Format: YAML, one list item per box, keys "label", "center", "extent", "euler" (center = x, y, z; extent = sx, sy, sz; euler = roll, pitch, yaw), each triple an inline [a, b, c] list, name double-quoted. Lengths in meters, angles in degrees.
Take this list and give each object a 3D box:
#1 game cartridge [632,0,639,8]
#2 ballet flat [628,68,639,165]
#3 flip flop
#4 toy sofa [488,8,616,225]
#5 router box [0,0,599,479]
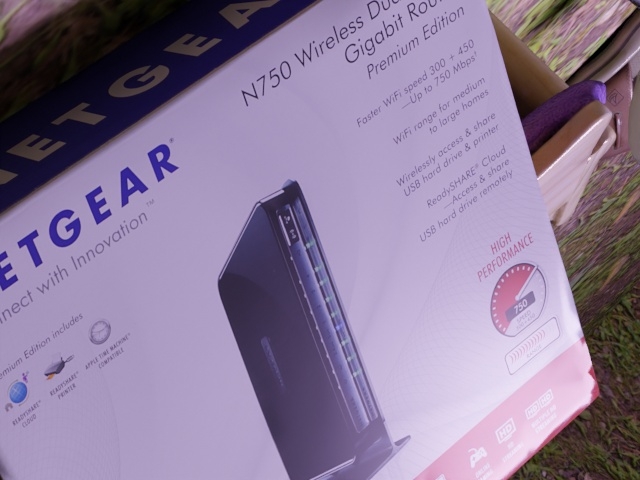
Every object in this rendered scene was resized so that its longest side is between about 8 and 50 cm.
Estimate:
- label: "game cartridge"
  center: [0.293, -0.271, 1.429]
  extent: [0.230, 0.068, 0.355]
  euler: [-42, 169, 12]
- label: "ballet flat"
  center: [0.367, -0.215, 1.489]
  extent: [0.400, 0.139, 0.139]
  euler: [-45, 169, -14]
- label: "flip flop"
  center: [0.278, -0.131, 1.804]
  extent: [0.277, 0.080, 0.112]
  euler: [-47, 168, 17]
- label: "toy sofa"
  center: [0.000, 0.000, 1.177]
  extent: [0.362, 0.150, 0.177]
  euler: [-39, 164, -18]
- label: "router box"
  center: [-0.032, 0.044, 0.950]
  extent: [0.335, 0.082, 0.301]
  euler: [-38, 124, -28]
